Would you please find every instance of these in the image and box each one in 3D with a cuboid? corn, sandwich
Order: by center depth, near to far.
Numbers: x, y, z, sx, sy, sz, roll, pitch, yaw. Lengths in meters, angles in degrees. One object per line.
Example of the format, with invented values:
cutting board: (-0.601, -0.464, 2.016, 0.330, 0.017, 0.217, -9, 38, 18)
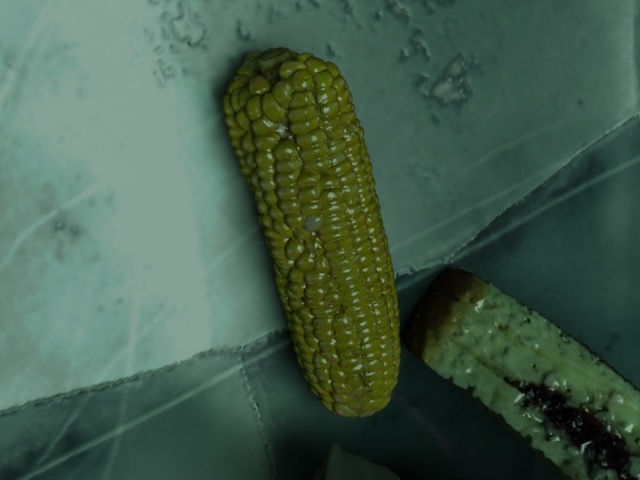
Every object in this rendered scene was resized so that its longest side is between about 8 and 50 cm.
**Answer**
corn: (0.000, 0.000, 0.943, 0.101, 0.101, 0.291, -18, 109, -18)
sandwich: (0.218, 0.157, 0.980, 0.288, 0.254, 0.099, 42, 91, -22)

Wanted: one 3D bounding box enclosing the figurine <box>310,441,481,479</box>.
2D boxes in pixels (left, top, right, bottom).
figurine: (0.115, 0.266, 0.945, 0.285, 0.342, 0.167, 19, 84, -4)
